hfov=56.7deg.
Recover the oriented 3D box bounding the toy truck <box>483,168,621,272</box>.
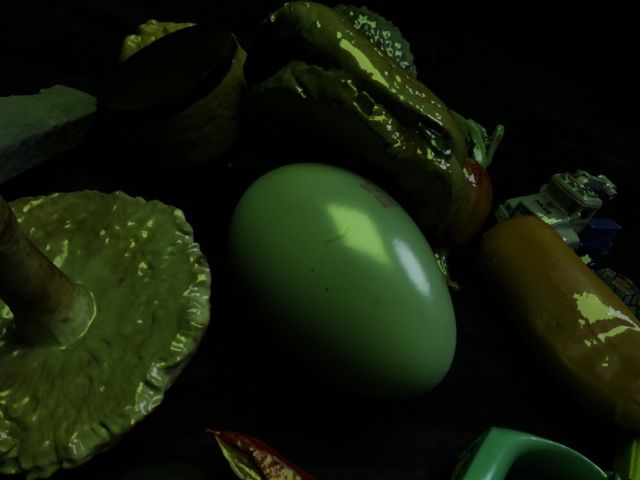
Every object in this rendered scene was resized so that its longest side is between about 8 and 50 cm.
[{"bbox_3d":[0.403,-0.030,0.990,0.213,0.177,0.161,1,40,-38],"label":"toy truck"}]

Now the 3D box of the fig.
[{"bbox_3d":[0.182,-0.044,0.894,0.149,0.202,0.148,-17,13,-35],"label":"fig"}]

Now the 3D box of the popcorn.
[{"bbox_3d":[-0.207,-0.268,0.916,0.194,0.140,0.163,7,31,-28],"label":"popcorn"}]

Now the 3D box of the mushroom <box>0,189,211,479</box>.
[{"bbox_3d":[-0.164,0.025,0.366,0.208,0.302,0.233,38,60,-15],"label":"mushroom"}]

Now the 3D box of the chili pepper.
[{"bbox_3d":[0.019,0.224,0.435,0.268,0.059,0.050,34,-7,16],"label":"chili pepper"}]

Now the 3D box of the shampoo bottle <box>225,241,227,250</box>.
[{"bbox_3d":[-0.002,0.000,0.740,0.236,0.068,0.067,2,38,-39],"label":"shampoo bottle"}]

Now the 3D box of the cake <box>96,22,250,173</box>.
[{"bbox_3d":[-0.162,-0.158,0.775,0.185,0.178,0.207,-7,43,21],"label":"cake"}]

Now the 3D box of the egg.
[{"bbox_3d":[0.020,0.039,0.579,0.264,0.183,0.183,49,35,15],"label":"egg"}]

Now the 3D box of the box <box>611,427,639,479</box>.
[{"bbox_3d":[0.478,0.326,0.638,0.335,0.047,0.187,37,32,17],"label":"box"}]

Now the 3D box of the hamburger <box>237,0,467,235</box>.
[{"bbox_3d":[0.035,-0.127,0.662,0.285,0.265,0.134,35,69,-10],"label":"hamburger"}]

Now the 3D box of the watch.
[{"bbox_3d":[0.189,0.256,0.494,0.195,0.068,0.237,38,33,15],"label":"watch"}]

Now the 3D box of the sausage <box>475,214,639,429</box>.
[{"bbox_3d":[0.329,0.107,0.776,0.134,0.116,0.354,-14,43,-7],"label":"sausage"}]

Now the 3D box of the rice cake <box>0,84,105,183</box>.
[{"bbox_3d":[-0.304,-0.104,0.588,0.070,0.064,0.399,27,16,-10],"label":"rice cake"}]

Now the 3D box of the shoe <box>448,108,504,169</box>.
[{"bbox_3d":[0.270,-0.173,1.136,0.128,0.140,0.262,12,29,-14],"label":"shoe"}]

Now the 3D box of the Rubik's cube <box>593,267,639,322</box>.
[{"bbox_3d":[0.427,0.097,0.896,0.111,0.111,0.093,29,57,3],"label":"Rubik's cube"}]

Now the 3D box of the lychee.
[{"bbox_3d":[0.031,-0.253,0.986,0.255,0.255,0.274,21,-2,-11],"label":"lychee"}]
